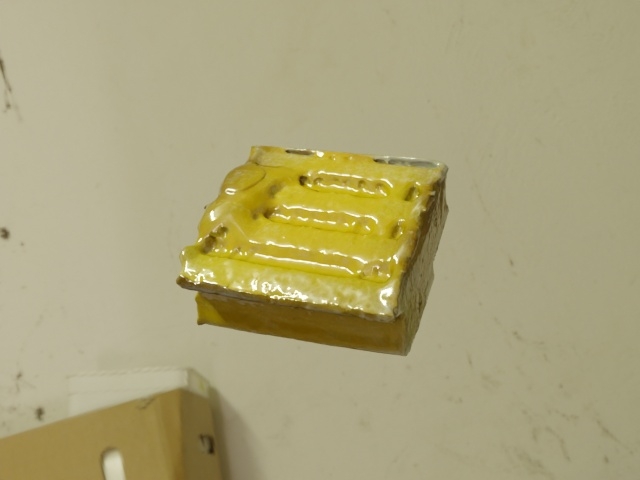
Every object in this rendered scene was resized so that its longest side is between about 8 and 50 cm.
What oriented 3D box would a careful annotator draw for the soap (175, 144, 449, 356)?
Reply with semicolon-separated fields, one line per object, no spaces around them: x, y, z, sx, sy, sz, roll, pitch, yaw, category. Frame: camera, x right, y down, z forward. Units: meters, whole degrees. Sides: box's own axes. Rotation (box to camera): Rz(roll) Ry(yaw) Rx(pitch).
0.000;0.000;0.934;0.281;0.259;0.143;7;-39;23;soap
